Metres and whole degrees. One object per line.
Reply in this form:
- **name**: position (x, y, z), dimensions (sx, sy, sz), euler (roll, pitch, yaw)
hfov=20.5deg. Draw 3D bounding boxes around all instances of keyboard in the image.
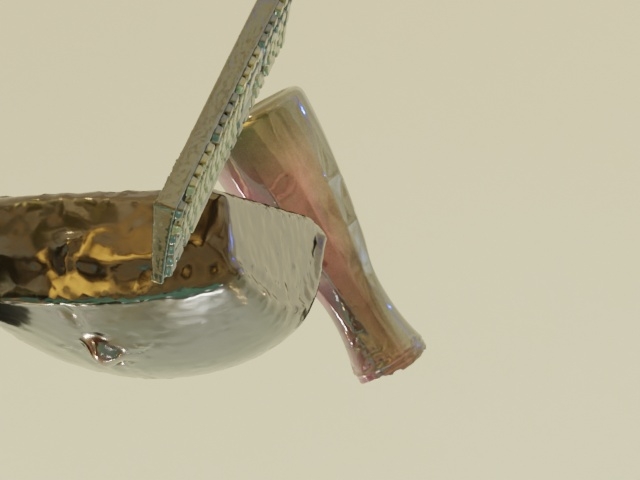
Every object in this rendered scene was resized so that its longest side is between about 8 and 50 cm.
- **keyboard**: position (-0.045, -0.059, 0.835), dimensions (0.014, 0.176, 0.055), euler (19, -41, 4)

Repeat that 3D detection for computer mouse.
- **computer mouse**: position (-0.094, 0.029, 1.006), dimensions (0.170, 0.269, 0.100), euler (-5, -94, 13)

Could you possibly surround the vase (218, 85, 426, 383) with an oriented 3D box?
- **vase**: position (0.000, 0.000, 1.271), dimensions (0.086, 0.086, 0.214), euler (-30, -82, -1)
